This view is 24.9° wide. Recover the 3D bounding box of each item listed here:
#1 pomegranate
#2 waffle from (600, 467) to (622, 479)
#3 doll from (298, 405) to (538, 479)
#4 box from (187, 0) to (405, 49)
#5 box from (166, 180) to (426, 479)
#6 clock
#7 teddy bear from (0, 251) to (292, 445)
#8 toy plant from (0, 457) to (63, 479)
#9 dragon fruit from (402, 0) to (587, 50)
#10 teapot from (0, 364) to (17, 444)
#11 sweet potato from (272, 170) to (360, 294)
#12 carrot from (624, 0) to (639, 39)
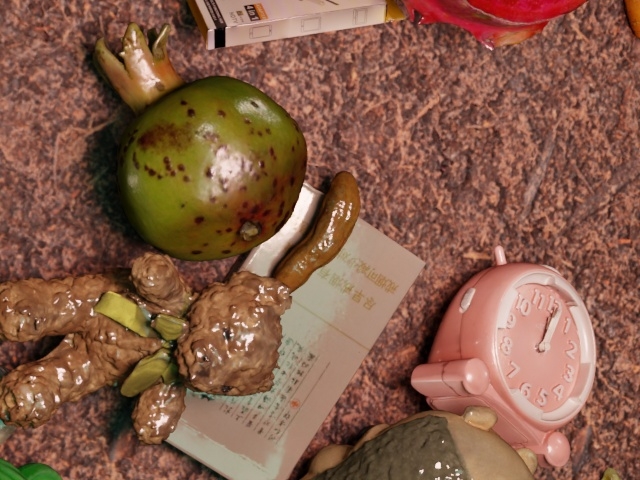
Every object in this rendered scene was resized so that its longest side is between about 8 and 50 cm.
[{"bbox_3d":[-0.131,-0.121,1.684,0.230,0.231,0.286,-8,79,-15],"label":"pomegranate"},{"bbox_3d":[0.397,0.443,1.995,0.214,0.054,0.208,-45,104,-4],"label":"waffle"},{"bbox_3d":[0.092,0.332,1.774,0.349,0.247,0.247,-30,108,20],"label":"doll"},{"bbox_3d":[-0.033,-0.292,1.725,0.247,0.129,0.033,-11,134,-16],"label":"box"},{"bbox_3d":[-0.049,0.125,1.816,0.204,0.051,0.365,34,87,-17],"label":"box"},{"bbox_3d":[0.244,0.138,1.856,0.227,0.142,0.241,41,61,-29],"label":"clock"},{"bbox_3d":[-0.203,0.129,1.654,0.296,0.222,0.246,-18,116,-44],"label":"teddy bear"},{"bbox_3d":[-0.358,0.337,1.717,0.240,0.088,0.155,40,65,-55],"label":"toy plant"},{"bbox_3d":[0.170,-0.411,1.710,0.386,0.249,0.371,38,71,-22],"label":"dragon fruit"},{"bbox_3d":[-0.436,0.226,1.707,0.107,0.077,0.200,45,84,2],"label":"teapot"},{"bbox_3d":[0.000,0.001,1.760,0.054,0.053,0.182,35,86,-22],"label":"sweet potato"},{"bbox_3d":[0.409,-0.370,1.881,0.061,0.061,0.257,-20,101,-13],"label":"carrot"}]
